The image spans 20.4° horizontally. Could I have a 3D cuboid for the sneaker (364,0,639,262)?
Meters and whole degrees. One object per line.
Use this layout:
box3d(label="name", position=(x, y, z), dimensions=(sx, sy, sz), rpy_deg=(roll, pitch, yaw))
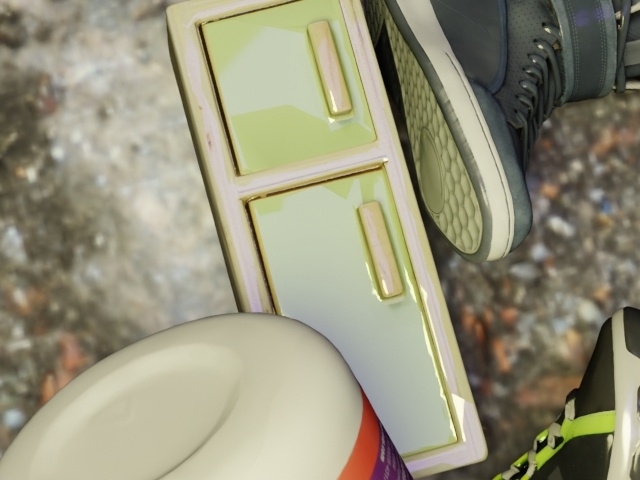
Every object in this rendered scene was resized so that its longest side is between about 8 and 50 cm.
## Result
box3d(label="sneaker", position=(0.122, -0.080, 0.924), dimensions=(0.163, 0.086, 0.226), rpy_deg=(-5, 41, -8))

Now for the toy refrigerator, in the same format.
box3d(label="toy refrigerator", position=(0.000, 0.000, 0.942), dimensions=(0.102, 0.094, 0.269), rpy_deg=(-14, 82, -6))

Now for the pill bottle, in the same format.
box3d(label="pill bottle", position=(-0.008, 0.203, 0.819), dimensions=(0.181, 0.181, 0.323), rpy_deg=(-33, 117, -8))

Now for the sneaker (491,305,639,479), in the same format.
box3d(label="sneaker", position=(0.111, 0.143, 0.913), dimensions=(0.097, 0.084, 0.234), rpy_deg=(14, 99, 10))
